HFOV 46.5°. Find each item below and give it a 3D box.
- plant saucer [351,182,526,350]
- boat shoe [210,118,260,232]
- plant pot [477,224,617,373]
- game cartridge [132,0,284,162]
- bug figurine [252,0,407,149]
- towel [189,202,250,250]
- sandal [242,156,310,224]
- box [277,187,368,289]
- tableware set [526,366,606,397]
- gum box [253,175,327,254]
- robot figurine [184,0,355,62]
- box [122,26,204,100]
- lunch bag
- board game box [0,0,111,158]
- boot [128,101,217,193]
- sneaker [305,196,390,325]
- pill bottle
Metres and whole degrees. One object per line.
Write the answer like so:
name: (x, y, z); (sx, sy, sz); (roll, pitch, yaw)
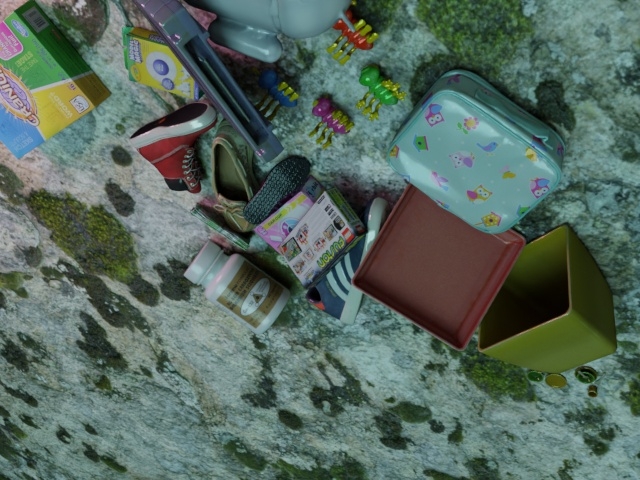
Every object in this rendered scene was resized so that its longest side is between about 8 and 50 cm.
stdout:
plant saucer: (0.228, 0.041, 1.452); (0.259, 0.258, 0.048); (31, 176, -3)
boat shoe: (-0.188, -0.119, 1.570); (0.105, 0.089, 0.285); (10, 133, 16)
plant pot: (0.449, 0.137, 1.430); (0.187, 0.212, 0.212); (35, 135, -22)
game cartridge: (-0.201, -0.305, 1.276); (0.068, 0.230, 0.355); (-36, 142, 1)
bug figurine: (0.020, -0.288, 1.339); (0.279, 0.072, 0.216); (-29, 118, 35)
towel: (-0.221, -0.033, 1.665); (0.152, 0.113, 0.023); (34, 95, -9)
sandal: (-0.095, -0.109, 1.542); (0.067, 0.040, 0.179); (41, 106, -17)
box: (0.000, 0.000, 1.503); (0.114, 0.036, 0.207); (55, 134, 13)
tableware set: (0.542, 0.306, 1.649); (0.154, 0.024, 0.104); (20, 134, 8)
gum box: (-0.048, -0.042, 1.591); (0.107, 0.062, 0.188); (42, 133, -13)
robot figurine: (-0.089, -0.438, 1.162); (0.353, 0.200, 0.300); (21, 115, 12)
box: (-0.312, -0.350, 1.461); (0.179, 0.043, 0.105); (18, 133, 12)
lunch bag: (0.280, -0.154, 1.310); (0.279, 0.108, 0.224); (33, 131, -6)
board game box: (-0.638, -0.336, 1.608); (0.316, 0.064, 0.242); (-21, 117, 37)
boot: (-0.268, -0.184, 1.558); (0.244, 0.088, 0.176); (-12, 124, 42)
sneaker: (0.044, 0.037, 1.573); (0.148, 0.131, 0.350); (23, 132, 8)
pill bottle: (-0.197, 0.106, 1.742); (0.229, 0.131, 0.131); (36, 134, -8)
